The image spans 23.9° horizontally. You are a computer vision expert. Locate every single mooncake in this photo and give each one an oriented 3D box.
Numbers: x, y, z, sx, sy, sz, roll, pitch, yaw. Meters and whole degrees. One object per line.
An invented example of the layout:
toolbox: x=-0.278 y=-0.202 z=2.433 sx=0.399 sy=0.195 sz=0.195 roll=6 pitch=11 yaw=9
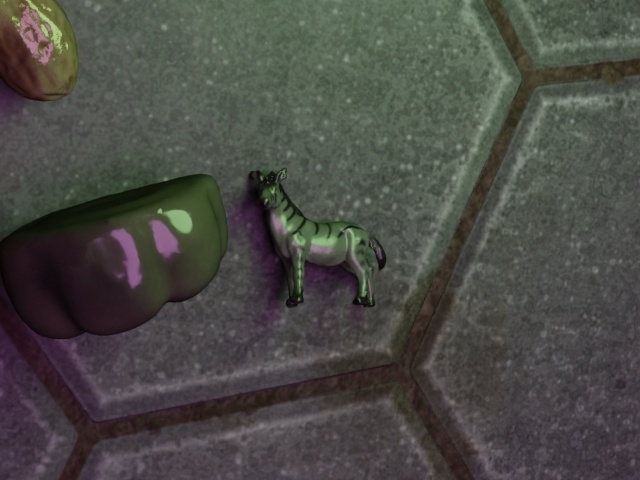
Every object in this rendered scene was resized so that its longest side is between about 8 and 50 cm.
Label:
mooncake: x=-0.234 y=0.017 z=1.747 sx=0.275 sy=0.275 sz=0.135 roll=-23 pitch=104 yaw=-24

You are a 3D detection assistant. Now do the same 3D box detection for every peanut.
peanut: x=-0.365 y=-0.264 z=1.715 sx=0.123 sy=0.123 sz=0.256 roll=-40 pitch=114 yaw=-19

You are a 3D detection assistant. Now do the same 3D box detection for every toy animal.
toy animal: x=-0.004 y=0.001 z=1.980 sx=0.217 sy=0.073 sz=0.176 roll=6 pitch=79 yaw=-33
